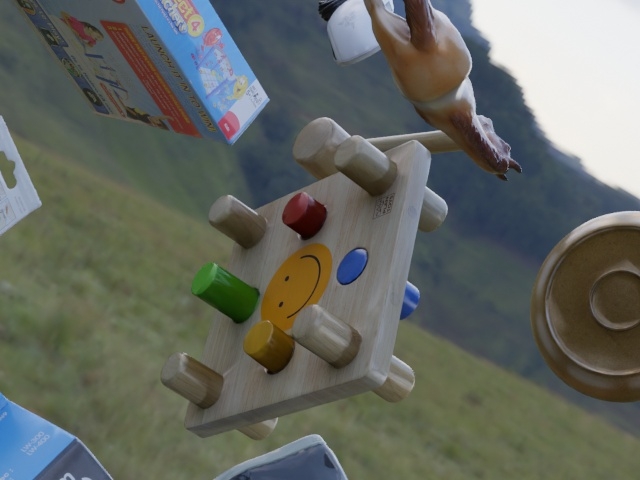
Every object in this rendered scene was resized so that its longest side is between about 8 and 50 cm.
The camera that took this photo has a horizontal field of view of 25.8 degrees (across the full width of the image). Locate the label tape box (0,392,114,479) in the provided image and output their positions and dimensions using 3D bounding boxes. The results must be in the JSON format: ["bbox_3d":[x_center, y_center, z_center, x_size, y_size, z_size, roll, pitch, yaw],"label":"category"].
[{"bbox_3d":[-0.293,0.309,1.291,0.348,0.249,0.115,54,-29,-17],"label":"label tape box"}]

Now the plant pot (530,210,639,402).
[{"bbox_3d":[0.360,0.074,1.664,0.236,0.236,0.032,34,-1,30],"label":"plant pot"}]

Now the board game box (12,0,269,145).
[{"bbox_3d":[-0.256,-0.278,1.786,0.302,0.086,0.308,16,-32,43],"label":"board game box"}]

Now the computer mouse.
[{"bbox_3d":[0.041,-0.232,1.402,0.042,0.106,0.193,59,15,-22],"label":"computer mouse"}]

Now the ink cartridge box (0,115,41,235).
[{"bbox_3d":[-0.384,-0.029,1.532,0.045,0.179,0.145,40,16,-56],"label":"ink cartridge box"}]

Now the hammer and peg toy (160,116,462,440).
[{"bbox_3d":[0.000,0.000,1.319,0.127,0.361,0.266,36,-38,-30],"label":"hammer and peg toy"}]

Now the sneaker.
[{"bbox_3d":[-0.052,0.311,1.584,0.118,0.222,0.083,47,-34,29],"label":"sneaker"}]

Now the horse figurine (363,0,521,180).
[{"bbox_3d":[0.077,-0.152,1.069,0.174,0.066,0.263,65,4,22],"label":"horse figurine"}]
